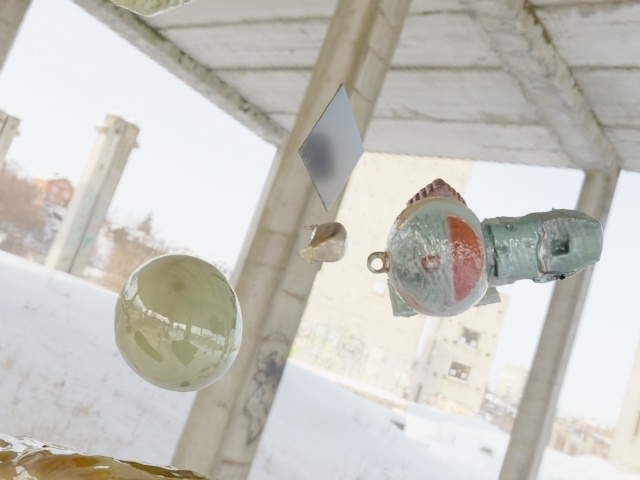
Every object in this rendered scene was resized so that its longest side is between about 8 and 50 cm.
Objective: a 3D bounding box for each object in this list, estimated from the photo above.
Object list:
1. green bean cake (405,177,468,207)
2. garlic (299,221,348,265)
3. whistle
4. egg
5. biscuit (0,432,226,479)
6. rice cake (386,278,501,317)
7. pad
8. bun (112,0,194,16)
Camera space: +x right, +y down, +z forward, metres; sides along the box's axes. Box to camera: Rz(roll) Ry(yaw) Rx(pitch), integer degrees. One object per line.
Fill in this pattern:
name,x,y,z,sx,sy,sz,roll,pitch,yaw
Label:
green bean cake,0.319,-0.095,1.974,0.136,0.056,0.135,-37,-58,23
garlic,0.009,-0.005,1.905,0.129,0.090,0.198,-7,28,1
whistle,0.239,0.017,1.046,0.348,0.189,0.189,-6,-14,8
egg,-0.245,0.140,1.239,0.219,0.219,0.269,24,21,-26
biscuit,-0.137,0.275,0.695,0.430,0.103,0.446,-3,-24,35
rice cake,0.255,0.106,1.486,0.226,0.085,0.040,-8,-21,3
pad,0.033,-0.216,1.740,0.005,0.202,0.299,25,-15,23
bun,-0.247,-0.448,1.078,0.220,0.220,0.134,24,17,-29
